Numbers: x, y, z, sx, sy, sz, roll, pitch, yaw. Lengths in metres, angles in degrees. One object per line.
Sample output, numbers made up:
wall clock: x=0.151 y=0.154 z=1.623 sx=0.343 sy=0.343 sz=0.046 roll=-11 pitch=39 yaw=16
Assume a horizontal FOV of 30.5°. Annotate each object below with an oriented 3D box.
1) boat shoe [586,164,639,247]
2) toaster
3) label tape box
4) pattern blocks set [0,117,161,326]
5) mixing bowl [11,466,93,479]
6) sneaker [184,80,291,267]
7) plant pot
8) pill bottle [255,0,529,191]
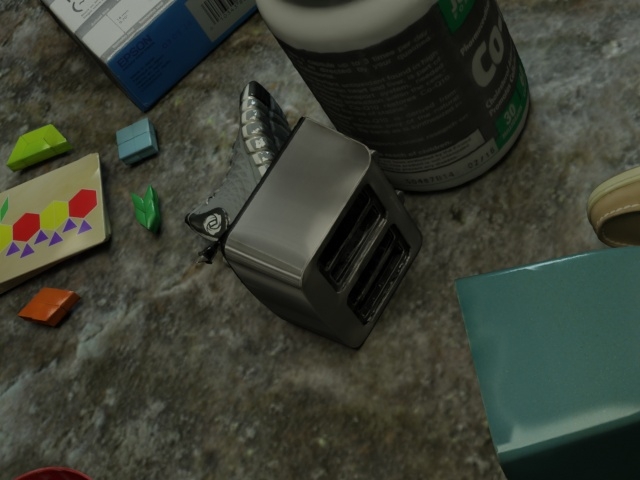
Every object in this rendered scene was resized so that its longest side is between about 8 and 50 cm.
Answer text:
boat shoe: x=0.376 y=-0.006 z=0.999 sx=0.302 sy=0.109 sz=0.098 roll=2 pitch=61 yaw=21
toaster: x=0.000 y=0.000 z=1.140 sx=0.110 sy=0.168 sz=0.186 roll=22 pitch=72 yaw=34
label tape box: x=-0.241 y=-0.351 z=1.515 sx=0.240 sy=0.106 sz=0.333 roll=-43 pitch=52 yaw=-4
pattern blocks set: x=-0.333 y=-0.019 z=1.406 sx=0.324 sy=0.026 sz=0.286 roll=-14 pitch=56 yaw=18
mixing bowl: x=-0.244 y=0.317 z=1.111 sx=0.181 sy=0.098 sz=0.182 roll=-13 pitch=56 yaw=20
sneaker: x=-0.097 y=-0.068 z=1.286 sx=0.132 sy=0.086 sz=0.229 roll=-27 pitch=48 yaw=19
plant pot: x=0.254 y=0.106 z=0.961 sx=0.234 sy=0.166 sz=0.166 roll=-16 pitch=55 yaw=10
pill bottle: x=0.060 y=-0.219 z=1.121 sx=0.204 sy=0.361 sz=0.204 roll=-12 pitch=57 yaw=19
